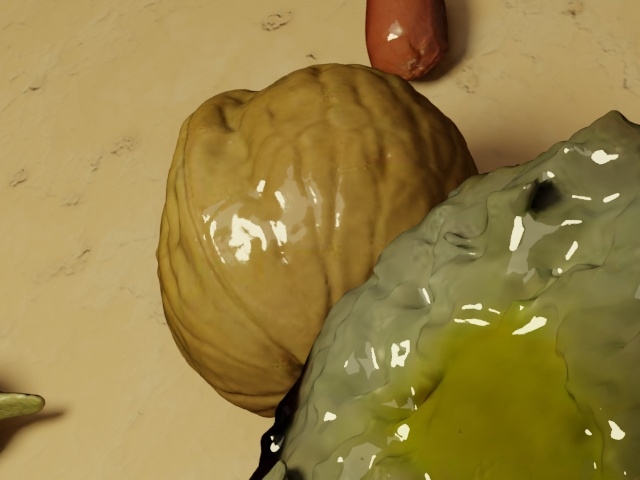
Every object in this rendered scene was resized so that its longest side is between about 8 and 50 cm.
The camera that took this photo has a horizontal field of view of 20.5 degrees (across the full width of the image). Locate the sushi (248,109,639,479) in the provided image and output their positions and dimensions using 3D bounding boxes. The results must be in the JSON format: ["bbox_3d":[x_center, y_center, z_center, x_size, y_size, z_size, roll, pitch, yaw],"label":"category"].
[{"bbox_3d":[0.145,0.131,0.843,0.299,0.294,0.281,-27,39,36],"label":"sushi"}]

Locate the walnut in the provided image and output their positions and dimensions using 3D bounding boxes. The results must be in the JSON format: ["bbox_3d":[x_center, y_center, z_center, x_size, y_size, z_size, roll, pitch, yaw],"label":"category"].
[{"bbox_3d":[0.000,0.000,1.091,0.228,0.228,0.228,-14,52,19],"label":"walnut"}]

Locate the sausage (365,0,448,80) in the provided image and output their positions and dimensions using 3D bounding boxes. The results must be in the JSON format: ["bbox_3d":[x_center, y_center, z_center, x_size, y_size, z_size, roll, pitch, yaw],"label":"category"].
[{"bbox_3d":[0.062,-0.156,1.264,0.054,0.059,0.094,-9,51,14],"label":"sausage"}]

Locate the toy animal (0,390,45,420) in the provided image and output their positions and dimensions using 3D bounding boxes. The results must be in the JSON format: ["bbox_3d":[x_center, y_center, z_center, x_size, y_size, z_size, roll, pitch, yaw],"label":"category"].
[{"bbox_3d":[-0.263,0.109,1.227,0.137,0.098,0.098,-19,49,-6],"label":"toy animal"}]
